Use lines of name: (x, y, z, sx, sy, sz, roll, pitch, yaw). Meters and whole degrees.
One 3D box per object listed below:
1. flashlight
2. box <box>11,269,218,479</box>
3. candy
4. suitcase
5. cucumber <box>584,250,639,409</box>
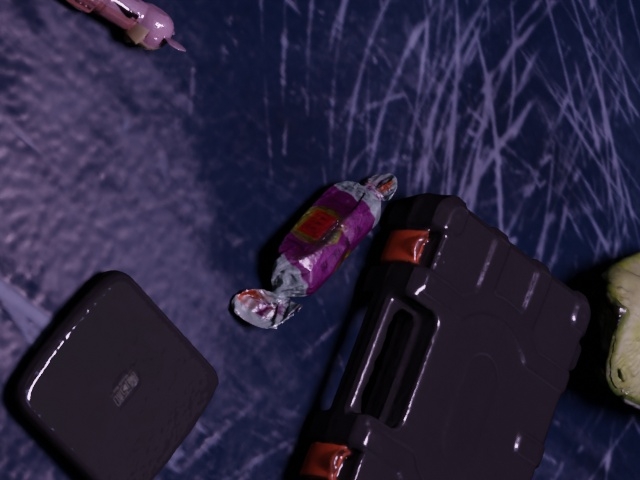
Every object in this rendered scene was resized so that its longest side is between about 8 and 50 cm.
flashlight: (-0.142, -0.158, 1.340, 0.110, 0.052, 0.031, 28, 106, -30)
box: (-0.141, 0.099, 1.337, 0.125, 0.027, 0.126, 50, 60, -25)
candy: (0.000, 0.000, 1.452, 0.175, 0.045, 0.043, -48, 152, -33)
suitcase: (0.095, 0.129, 1.512, 0.206, 0.066, 0.285, 35, 66, -35)
cucumber: (0.327, 0.075, 1.696, 0.325, 0.105, 0.145, -2, 117, -41)
